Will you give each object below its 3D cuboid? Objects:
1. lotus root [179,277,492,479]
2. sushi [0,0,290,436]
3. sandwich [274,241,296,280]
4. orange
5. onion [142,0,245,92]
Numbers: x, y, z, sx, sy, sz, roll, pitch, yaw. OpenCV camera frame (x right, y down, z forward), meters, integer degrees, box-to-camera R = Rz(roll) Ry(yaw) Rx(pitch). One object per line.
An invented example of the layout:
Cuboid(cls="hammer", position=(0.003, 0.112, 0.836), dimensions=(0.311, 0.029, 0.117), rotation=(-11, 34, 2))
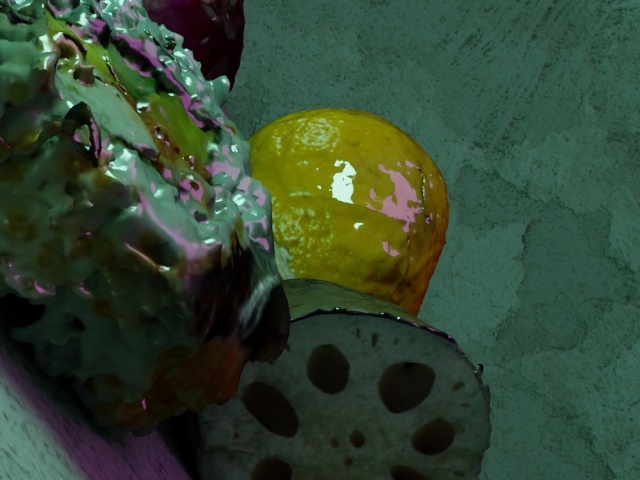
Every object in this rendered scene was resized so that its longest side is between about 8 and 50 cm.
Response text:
Cuboid(cls="lotus root", position=(0.001, 0.147, 1.421), dimensions=(0.272, 0.272, 0.192), rotation=(56, -4, -22))
Cuboid(cls="sushi", position=(-0.182, -0.063, 1.208), dimensions=(0.417, 0.176, 0.417), rotation=(52, 15, -20))
Cuboid(cls="sandwich", position=(-0.136, -0.010, 1.701), dimensions=(0.325, 0.131, 0.262), rotation=(53, 5, -30))
Cuboid(cls="orange", position=(0.000, 0.000, 1.974), dimensions=(0.293, 0.340, 0.340), rotation=(19, 4, 2))
Cuboid(cls="onion", position=(-0.178, -0.214, 1.471), dimensions=(0.230, 0.272, 0.256), rotation=(22, -44, 27))
